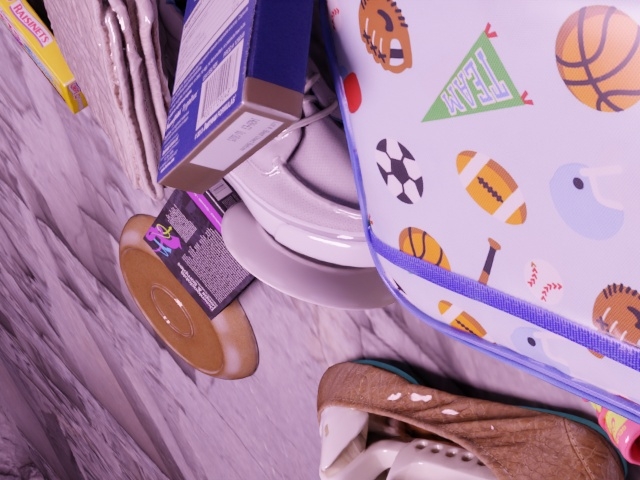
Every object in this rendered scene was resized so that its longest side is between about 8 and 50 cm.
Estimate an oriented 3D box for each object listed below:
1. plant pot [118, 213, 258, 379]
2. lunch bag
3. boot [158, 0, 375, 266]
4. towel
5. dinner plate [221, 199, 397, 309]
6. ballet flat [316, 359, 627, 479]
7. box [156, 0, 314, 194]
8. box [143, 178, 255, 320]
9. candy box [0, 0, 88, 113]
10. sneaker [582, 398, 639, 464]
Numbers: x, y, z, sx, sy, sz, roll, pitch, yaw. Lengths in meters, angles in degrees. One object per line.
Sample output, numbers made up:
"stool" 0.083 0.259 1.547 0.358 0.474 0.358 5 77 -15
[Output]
"plant pot" -0.166 0.077 1.014 0.236 0.032 0.236 35 147 27
"lunch bag" 0.133 -0.026 0.379 0.303 0.115 0.243 26 135 49
"boot" -0.031 -0.089 0.573 0.258 0.095 0.123 35 147 36
"towel" -0.173 -0.174 0.663 0.282 0.049 0.187 54 156 40
"dinner plate" 0.000 0.000 0.605 0.141 0.141 0.017 35 121 27
"ballet flat" 0.077 0.179 0.696 0.342 0.124 0.116 6 128 52
"box" -0.042 -0.151 0.478 0.136 0.036 0.225 -25 57 60
"box" -0.111 0.004 0.846 0.116 0.029 0.162 50 143 2
"candy box" -0.303 -0.225 0.851 0.206 0.027 0.105 52 165 -1
"sneaker" 0.176 0.077 0.478 0.208 0.094 0.081 18 137 45
